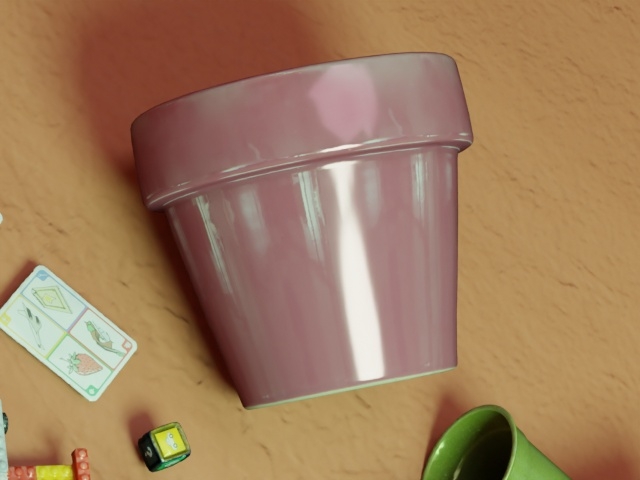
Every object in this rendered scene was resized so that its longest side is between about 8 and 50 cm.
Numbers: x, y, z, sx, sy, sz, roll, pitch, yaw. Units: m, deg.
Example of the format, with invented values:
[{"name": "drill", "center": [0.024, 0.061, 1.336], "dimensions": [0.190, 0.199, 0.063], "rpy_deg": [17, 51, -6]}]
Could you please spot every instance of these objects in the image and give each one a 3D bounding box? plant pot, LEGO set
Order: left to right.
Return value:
[{"name": "LEGO set", "center": [-0.187, 0.072, 1.050], "dimensions": [0.244, 0.060, 0.182], "rpy_deg": [41, 55, -6]}, {"name": "plant pot", "center": [0.000, 0.000, 1.125], "dimensions": [0.201, 0.201, 0.180], "rpy_deg": [-8, 85, -34]}, {"name": "plant pot", "center": [0.118, 0.155, 1.178], "dimensions": [0.079, 0.083, 0.083], "rpy_deg": [31, 52, -28]}]
